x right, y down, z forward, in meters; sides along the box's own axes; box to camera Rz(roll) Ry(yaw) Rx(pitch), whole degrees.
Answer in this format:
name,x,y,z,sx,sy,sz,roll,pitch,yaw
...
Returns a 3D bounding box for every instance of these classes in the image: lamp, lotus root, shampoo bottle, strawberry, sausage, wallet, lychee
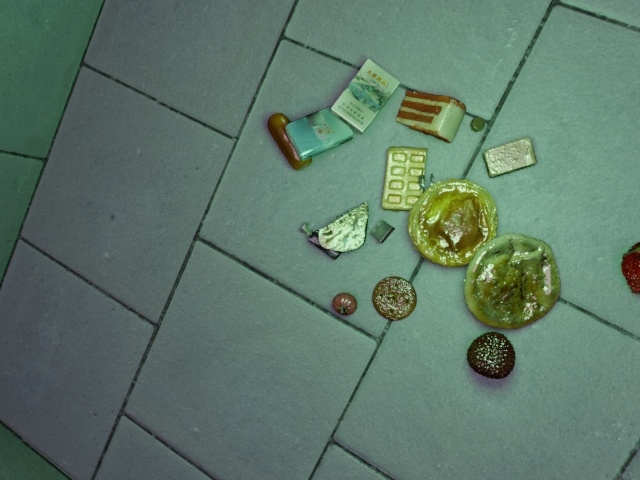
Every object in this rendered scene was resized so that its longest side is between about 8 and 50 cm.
name,x,y,z,sx,sy,sz,roll,pitch,yaw
lamp,0.104,0.271,1.917,0.108,0.092,0.107,11,129,13
lotus root,0.112,-0.037,1.891,0.261,0.074,0.170,-25,81,-3
shampoo bottle,0.000,0.000,1.960,0.208,0.057,0.063,38,101,12
strawberry,1.151,0.104,1.575,0.184,0.187,0.201,-2,119,-2
sausage,-0.137,-0.435,1.969,0.105,0.105,0.274,-33,84,14
wallet,-0.007,-0.455,1.900,0.250,0.075,0.176,-25,81,-10
lychee,0.652,0.435,1.714,0.188,0.188,0.188,0,91,16

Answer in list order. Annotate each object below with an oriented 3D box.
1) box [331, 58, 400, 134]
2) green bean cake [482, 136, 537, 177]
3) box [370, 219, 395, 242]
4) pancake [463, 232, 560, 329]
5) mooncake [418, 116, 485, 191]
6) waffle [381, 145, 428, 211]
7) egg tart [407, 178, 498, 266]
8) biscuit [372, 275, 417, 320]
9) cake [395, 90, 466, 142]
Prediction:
name,x,y,z,sx,sy,sz,roll,pitch,yaw
box,0.183,-0.587,1.852,0.164,0.069,0.256,37,91,1
green bean cake,0.724,-0.316,1.729,0.179,0.085,0.109,-18,85,15
box,0.259,-0.039,1.885,0.063,0.060,0.084,41,103,16
pancake,0.724,0.161,1.699,0.387,0.082,0.386,-1,102,-3
mooncake,0.521,-0.342,1.773,0.347,0.057,0.150,-31,87,2
waffle,0.346,-0.252,1.853,0.168,0.057,0.274,7,93,16
egg tart,0.516,-0.070,1.762,0.352,0.150,0.351,2,98,15
biscuit,0.311,0.243,1.891,0.188,0.027,0.187,0,90,16
cake,0.421,-0.501,1.775,0.262,0.160,0.158,23,100,16
